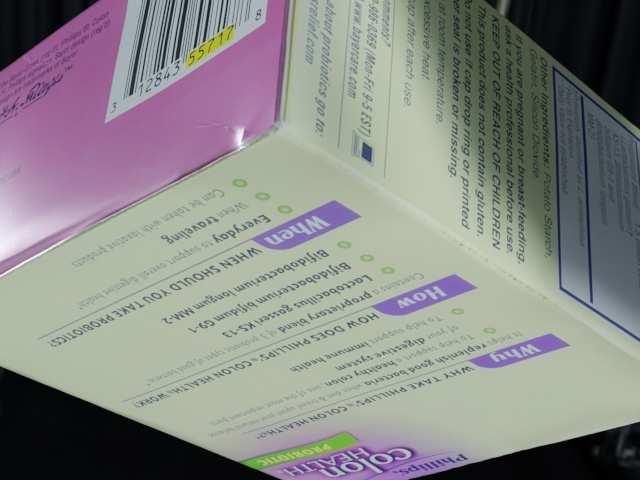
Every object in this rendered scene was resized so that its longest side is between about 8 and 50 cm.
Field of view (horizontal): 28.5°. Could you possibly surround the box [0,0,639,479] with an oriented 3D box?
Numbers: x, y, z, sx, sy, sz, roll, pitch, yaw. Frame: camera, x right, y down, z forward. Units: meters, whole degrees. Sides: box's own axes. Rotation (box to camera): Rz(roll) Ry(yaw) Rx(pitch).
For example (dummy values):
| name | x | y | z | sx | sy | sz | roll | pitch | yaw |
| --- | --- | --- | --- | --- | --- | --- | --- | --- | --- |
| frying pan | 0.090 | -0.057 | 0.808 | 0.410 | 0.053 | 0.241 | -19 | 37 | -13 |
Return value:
| name | x | y | z | sx | sy | sz | roll | pitch | yaw |
| --- | --- | --- | --- | --- | --- | --- | --- | --- | --- |
| box | 0.000 | 0.000 | 0.520 | 0.243 | 0.214 | 0.117 | 30 | -129 | -36 |
